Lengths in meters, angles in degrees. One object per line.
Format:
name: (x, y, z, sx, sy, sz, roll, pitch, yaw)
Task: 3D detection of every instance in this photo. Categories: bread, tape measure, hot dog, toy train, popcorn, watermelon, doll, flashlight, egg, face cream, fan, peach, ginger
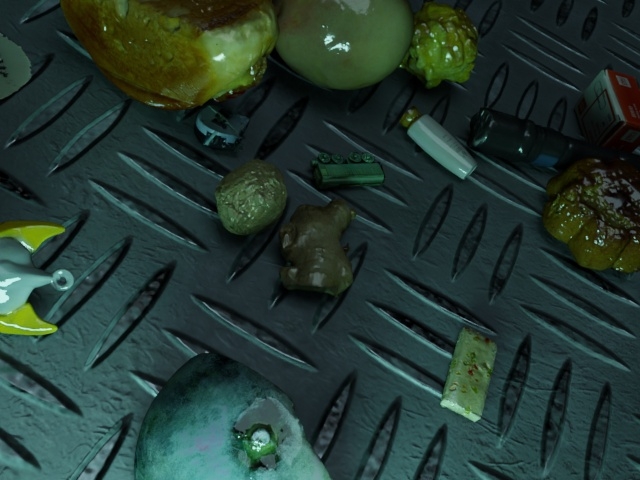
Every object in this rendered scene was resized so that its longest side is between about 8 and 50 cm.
bread: (0.245, 0.217, 1.129, 0.068, 0.028, 0.154, 29, 52, -2)
tape measure: (-0.180, -0.201, 1.243, 0.094, 0.054, 0.091, 18, 45, -12)
hot dog: (-0.265, -0.358, 1.207, 0.405, 0.223, 0.185, 29, 52, 18)
toy train: (0.052, -0.132, 1.297, 0.147, 0.038, 0.071, -5, 61, -26)
popcorn: (0.248, -0.419, 1.499, 0.197, 0.198, 0.155, 41, 67, 10)
watermelon: (-0.103, 0.294, 0.837, 0.322, 0.175, 0.188, 41, 51, 11)
bread: (0.564, -0.049, 1.381, 0.231, 0.135, 0.247, -8, 64, -13)
doll: (-0.494, 0.038, 0.916, 0.316, 0.103, 0.146, 4, 59, -13)
flashlight: (0.522, -0.196, 1.494, 0.423, 0.103, 0.103, 12, 52, -14)
egg: (-0.115, -0.070, 1.134, 0.116, 0.118, 0.140, 26, 62, -4)
face cream: (0.241, -0.201, 1.414, 0.182, 0.051, 0.072, 44, 53, 11)
fan: (-0.655, -0.290, 1.143, 0.329, 0.009, 0.191, -16, 64, -33)
peach: (0.041, -0.443, 1.364, 0.292, 0.247, 0.293, 3, 84, -33)
ginger: (-0.004, -0.001, 1.157, 0.137, 0.074, 0.213, 20, 54, -19)

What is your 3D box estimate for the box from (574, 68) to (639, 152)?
box: (0.673, -0.284, 1.595, 0.099, 0.133, 0.182, 10, 54, -14)

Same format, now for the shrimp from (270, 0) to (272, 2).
shrimp: (-0.030, -0.496, 1.520, 0.294, 0.062, 0.154, -37, 87, -34)
